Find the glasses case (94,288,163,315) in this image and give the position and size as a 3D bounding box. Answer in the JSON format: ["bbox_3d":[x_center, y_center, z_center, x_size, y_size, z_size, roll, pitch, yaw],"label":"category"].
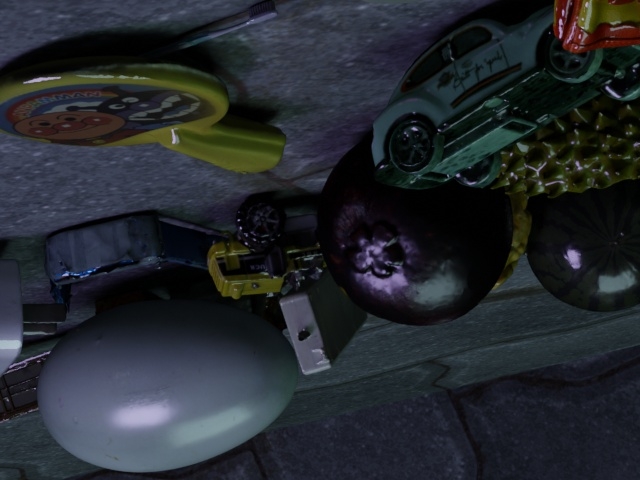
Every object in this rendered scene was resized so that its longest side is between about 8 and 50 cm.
[{"bbox_3d":[-0.256,0.120,2.318,0.075,0.049,0.218,-14,166,10],"label":"glasses case"}]

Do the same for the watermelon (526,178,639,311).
[{"bbox_3d":[0.356,-0.012,1.999,0.212,0.212,0.212,-11,166,-3],"label":"watermelon"}]

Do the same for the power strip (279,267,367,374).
[{"bbox_3d":[0.007,0.094,2.108,0.043,0.106,0.367,-18,-176,11],"label":"power strip"}]

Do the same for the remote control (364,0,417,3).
[{"bbox_3d":[0.126,-0.258,1.214,0.090,0.038,0.309,-4,164,-32],"label":"remote control"}]

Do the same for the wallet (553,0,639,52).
[{"bbox_3d":[0.316,-0.226,1.323,0.241,0.067,0.141,-9,132,-18],"label":"wallet"}]

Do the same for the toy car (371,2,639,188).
[{"bbox_3d":[0.176,-0.152,1.489,0.306,0.125,0.136,-33,159,28],"label":"toy car"}]

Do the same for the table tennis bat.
[{"bbox_3d":[-0.160,-0.113,1.502,0.224,0.054,0.369,-13,166,33],"label":"table tennis bat"}]

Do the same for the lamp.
[{"bbox_3d":[-0.436,0.218,2.370,0.325,0.089,0.090,-21,175,5],"label":"lamp"}]

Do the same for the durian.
[{"bbox_3d":[0.310,-0.139,1.605,0.352,0.158,0.169,-20,176,13],"label":"durian"}]

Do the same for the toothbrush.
[{"bbox_3d":[-0.111,-0.177,1.381,0.167,0.014,0.011,-16,163,24],"label":"toothbrush"}]

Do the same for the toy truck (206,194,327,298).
[{"bbox_3d":[0.000,0.000,1.950,0.286,0.111,0.136,-12,164,-11],"label":"toy truck"}]

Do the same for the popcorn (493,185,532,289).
[{"bbox_3d":[0.188,-0.014,1.946,0.152,0.167,0.148,25,154,-23],"label":"popcorn"}]

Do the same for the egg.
[{"bbox_3d":[-0.206,0.191,2.114,0.371,0.229,0.230,-10,167,21],"label":"egg"}]

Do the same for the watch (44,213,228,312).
[{"bbox_3d":[-0.207,0.030,1.981,0.276,0.068,0.274,-11,165,-5],"label":"watch"}]

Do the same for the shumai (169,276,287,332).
[{"bbox_3d":[-0.127,0.130,2.280,0.184,0.141,0.184,-11,162,-4],"label":"shumai"}]

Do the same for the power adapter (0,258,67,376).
[{"bbox_3d":[-0.435,0.095,1.891,0.255,0.124,0.187,-1,164,-22],"label":"power adapter"}]

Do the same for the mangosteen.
[{"bbox_3d":[0.118,-0.025,1.771,0.228,0.228,0.265,-23,-175,35],"label":"mangosteen"}]
